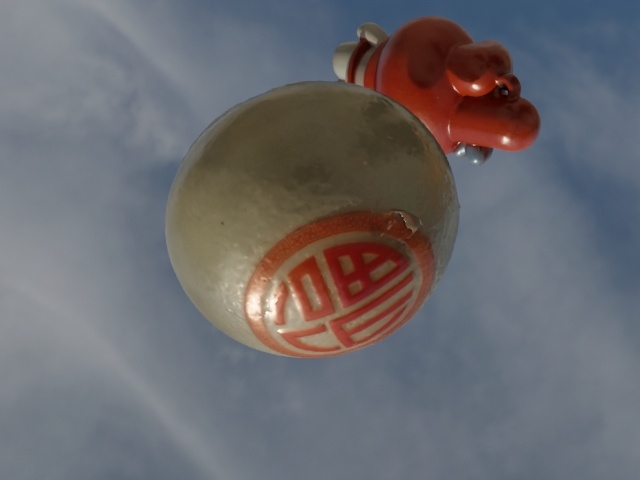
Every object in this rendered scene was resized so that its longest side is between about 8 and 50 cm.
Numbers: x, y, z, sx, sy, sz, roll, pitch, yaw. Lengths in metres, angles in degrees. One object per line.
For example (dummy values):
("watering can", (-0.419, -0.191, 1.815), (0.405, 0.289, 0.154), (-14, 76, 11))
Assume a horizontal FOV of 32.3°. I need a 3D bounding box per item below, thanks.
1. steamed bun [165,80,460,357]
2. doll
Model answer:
("steamed bun", (0.000, 0.000, 1.024), (0.283, 0.283, 0.177), (-2, -138, -19))
("doll", (0.126, -0.171, 1.239), (0.130, 0.161, 0.290), (-19, -156, -37))
